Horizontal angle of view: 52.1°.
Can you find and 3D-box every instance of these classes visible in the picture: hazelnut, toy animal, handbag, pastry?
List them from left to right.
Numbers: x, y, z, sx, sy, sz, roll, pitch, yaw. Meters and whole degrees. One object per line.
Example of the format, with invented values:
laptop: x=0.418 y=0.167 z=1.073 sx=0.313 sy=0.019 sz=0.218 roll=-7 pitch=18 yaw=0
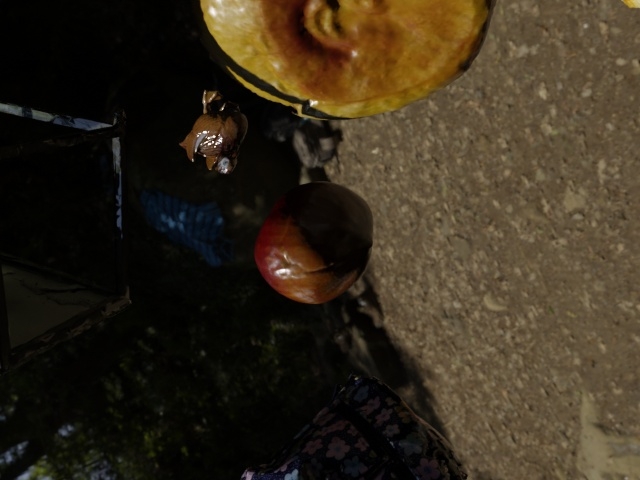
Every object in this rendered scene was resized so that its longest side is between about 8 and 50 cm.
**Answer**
toy animal: x=-0.209 y=-0.186 z=1.257 sx=0.188 sy=0.089 sz=0.179 roll=-24 pitch=57 yaw=37
hazelnut: x=0.000 y=0.000 z=1.198 sx=0.229 sy=0.229 sz=0.229 roll=55 pitch=157 yaw=37
pastry: x=0.030 y=-0.274 z=0.707 sx=0.356 sy=0.356 sz=0.164 roll=100 pitch=170 yaw=-58
handbag: x=0.041 y=0.262 z=0.708 sx=0.228 sy=0.208 sz=0.127 roll=35 pitch=159 yaw=53

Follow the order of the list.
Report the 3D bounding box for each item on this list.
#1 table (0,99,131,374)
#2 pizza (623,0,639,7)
table: x=-0.442 y=-0.043 z=0.830 sx=0.335 sy=0.222 sz=0.272 roll=14 pitch=113 yaw=22
pizza: x=0.328 y=-0.259 z=0.575 sx=0.199 sy=0.062 sz=0.188 roll=52 pitch=-171 yaw=37
